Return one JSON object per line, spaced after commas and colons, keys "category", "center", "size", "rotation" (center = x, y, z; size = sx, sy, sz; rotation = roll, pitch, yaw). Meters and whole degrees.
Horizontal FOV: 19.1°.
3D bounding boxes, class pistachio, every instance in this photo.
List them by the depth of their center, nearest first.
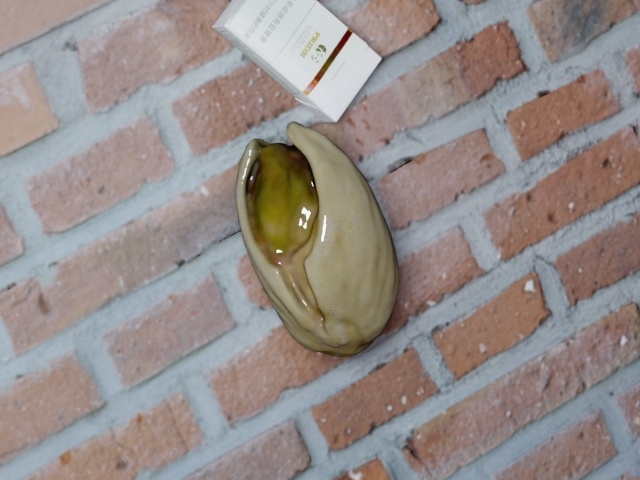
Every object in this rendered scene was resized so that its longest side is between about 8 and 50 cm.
{"category": "pistachio", "center": [0.000, 0.000, 1.862], "size": [0.138, 0.153, 0.238], "rotation": [-19, 103, 19]}

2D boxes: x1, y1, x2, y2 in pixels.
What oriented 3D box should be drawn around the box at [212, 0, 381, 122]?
{"category": "box", "center": [-0.021, -0.195, 1.881], "size": [0.154, 0.040, 0.084], "rotation": [40, 76, -23]}
